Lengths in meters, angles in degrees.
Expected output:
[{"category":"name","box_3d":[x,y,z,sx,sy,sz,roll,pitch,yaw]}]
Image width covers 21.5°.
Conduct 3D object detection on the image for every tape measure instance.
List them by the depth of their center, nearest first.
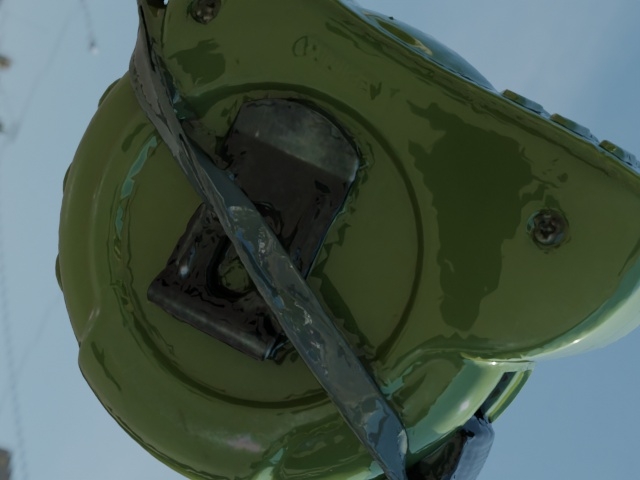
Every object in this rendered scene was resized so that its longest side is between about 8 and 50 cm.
[{"category":"tape measure","box_3d":[0.000,0.000,0.543,0.175,0.200,0.106,-57,164,8]}]
